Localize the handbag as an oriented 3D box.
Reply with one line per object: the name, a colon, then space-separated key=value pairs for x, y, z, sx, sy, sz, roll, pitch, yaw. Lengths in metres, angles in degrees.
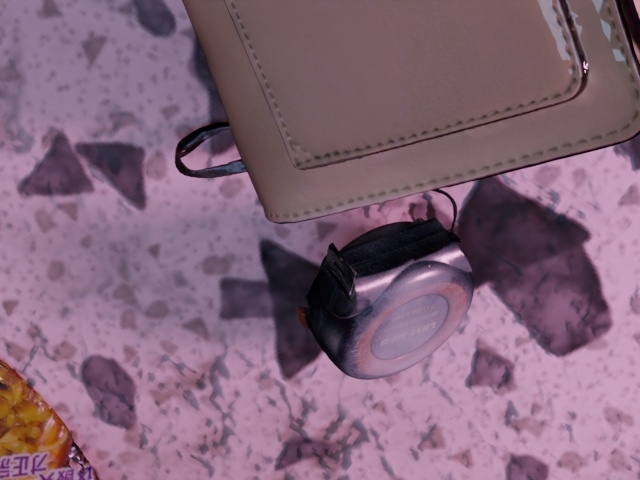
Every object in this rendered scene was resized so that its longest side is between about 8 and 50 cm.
handbag: x=0.016 y=-0.205 z=0.786 sx=0.236 sy=0.160 sz=0.358 roll=-15 pitch=105 yaw=26

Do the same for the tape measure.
tape measure: x=0.003 y=-0.002 z=0.965 sx=0.180 sy=0.104 sz=0.107 roll=39 pitch=142 yaw=23

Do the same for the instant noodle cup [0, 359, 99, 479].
instant noodle cup: x=-0.314 y=0.232 z=0.960 sx=0.266 sy=0.340 sz=0.340 roll=-36 pitch=107 yaw=30
